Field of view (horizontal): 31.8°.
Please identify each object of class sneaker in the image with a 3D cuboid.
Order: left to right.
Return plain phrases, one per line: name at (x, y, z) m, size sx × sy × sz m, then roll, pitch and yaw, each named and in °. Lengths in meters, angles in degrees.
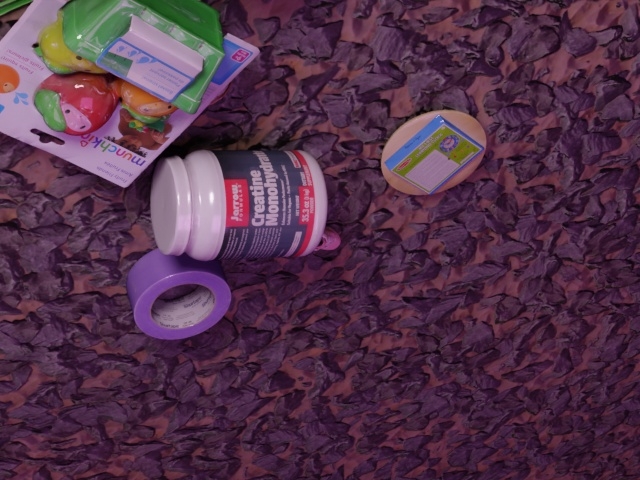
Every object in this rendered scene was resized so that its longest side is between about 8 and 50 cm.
sneaker at (0.000, 0.000, 2.179) m, size 0.051 × 0.070 × 0.134 m, roll -39°, pitch 138°, yaw 14°

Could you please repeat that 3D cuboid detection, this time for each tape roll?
tape roll at (-0.271, 0.098, 2.145) m, size 0.189 × 0.080 × 0.189 m, roll -14°, pitch 138°, yaw -13°

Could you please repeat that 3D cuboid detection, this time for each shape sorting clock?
shape sorting clock at (0.213, -0.166, 2.127) m, size 0.206 × 0.040 × 0.206 m, roll -12°, pitch 140°, yaw -10°

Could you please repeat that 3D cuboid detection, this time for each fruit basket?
fruit basket at (-0.318, -0.234, 1.672) m, size 0.327 × 0.165 × 0.353 m, roll 27°, pitch 121°, yaw -37°

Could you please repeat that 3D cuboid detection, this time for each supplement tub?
supplement tub at (-0.142, -0.062, 1.953) m, size 0.272 × 0.191 × 0.191 m, roll -2°, pitch 134°, yaw -24°

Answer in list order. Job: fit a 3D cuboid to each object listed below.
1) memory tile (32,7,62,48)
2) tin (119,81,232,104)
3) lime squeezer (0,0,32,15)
memory tile at (-0.414, -0.286, 1.724) m, size 0.148 × 0.012 × 0.113 m, roll -39°, pitch 137°, yaw 16°
tin at (-0.238, -0.261, 1.817) m, size 0.190 × 0.040 × 0.106 m, roll -9°, pitch 141°, yaw -16°
lime squeezer at (-0.526, -0.286, 1.612) m, size 0.310 × 0.110 × 0.059 m, roll -47°, pitch 125°, yaw -21°
